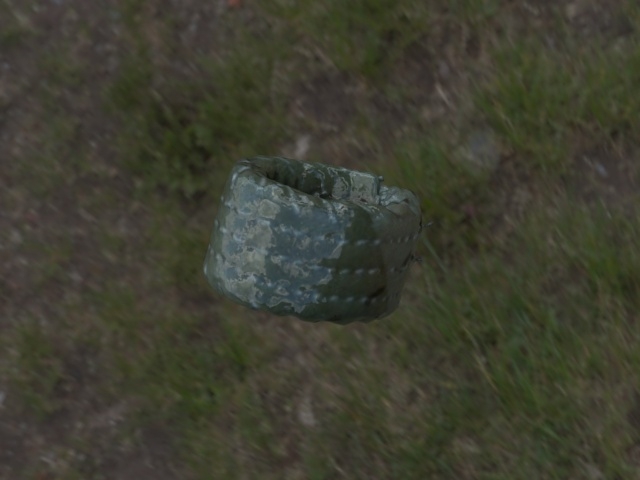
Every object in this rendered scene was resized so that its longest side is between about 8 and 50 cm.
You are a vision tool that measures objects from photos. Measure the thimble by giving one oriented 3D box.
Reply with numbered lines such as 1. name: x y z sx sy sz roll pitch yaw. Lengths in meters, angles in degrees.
1. thimble: 0.000 0.000 0.837 0.084 0.110 0.062 35 115 52
